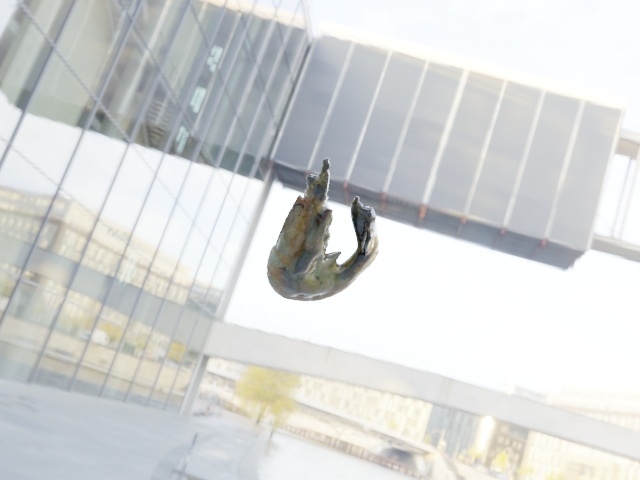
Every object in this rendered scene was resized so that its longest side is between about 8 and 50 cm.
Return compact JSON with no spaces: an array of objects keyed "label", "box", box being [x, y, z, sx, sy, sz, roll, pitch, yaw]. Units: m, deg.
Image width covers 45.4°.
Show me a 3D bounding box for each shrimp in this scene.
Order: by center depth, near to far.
[{"label":"shrimp","box":[0.015,0.004,0.996,0.145,0.059,0.254,10,-47,-18]}]
